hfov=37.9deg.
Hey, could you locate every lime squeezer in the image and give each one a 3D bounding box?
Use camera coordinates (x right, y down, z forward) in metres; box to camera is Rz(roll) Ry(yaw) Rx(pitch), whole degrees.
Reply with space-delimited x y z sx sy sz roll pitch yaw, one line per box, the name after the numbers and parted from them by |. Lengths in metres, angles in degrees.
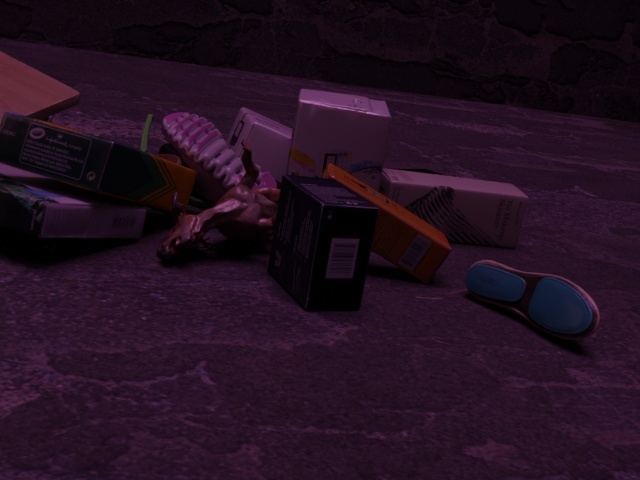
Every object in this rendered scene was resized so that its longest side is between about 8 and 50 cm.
-0.291 -0.131 1.703 0.110 0.059 0.310 -30 55 -14 | lime squeezer

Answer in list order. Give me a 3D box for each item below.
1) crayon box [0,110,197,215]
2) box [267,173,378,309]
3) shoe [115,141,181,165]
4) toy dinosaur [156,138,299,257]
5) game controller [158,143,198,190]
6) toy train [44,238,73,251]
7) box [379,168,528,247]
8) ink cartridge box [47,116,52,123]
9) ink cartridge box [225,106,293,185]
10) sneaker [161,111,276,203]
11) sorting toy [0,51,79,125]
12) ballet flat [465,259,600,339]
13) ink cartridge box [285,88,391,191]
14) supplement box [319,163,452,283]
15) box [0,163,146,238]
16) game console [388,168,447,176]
-0.343 -0.117 1.508 0.203 0.083 0.323 17 -1 20 | crayon box
0.000 0.000 1.357 0.093 0.156 0.158 2 18 -26 | box
-0.367 -0.140 1.798 0.219 0.058 0.077 11 48 18 | shoe
-0.133 -0.036 1.496 0.295 0.200 0.127 22 40 -60 | toy dinosaur
-0.210 -0.134 1.868 0.166 0.067 0.319 16 12 -31 | game controller
-0.383 -0.001 1.383 0.023 0.017 0.083 -4 14 13 | toy train
0.243 -0.060 1.765 0.275 0.113 0.094 4 18 -12 | box
-0.712 -0.230 1.882 0.275 0.060 0.239 9 16 -2 | ink cartridge box
-0.094 -0.184 1.914 0.172 0.100 0.237 23 10 -16 | ink cartridge box
-0.192 -0.123 1.620 0.236 0.104 0.095 42 42 5 | sneaker
-0.651 -0.257 1.810 0.257 0.089 0.255 28 39 23 | sorting toy
0.329 0.088 1.401 0.086 0.086 0.248 -4 21 -38 | ballet flat
0.025 -0.145 1.708 0.168 0.233 0.171 9 17 -3 | ink cartridge box
0.092 -0.028 1.492 0.233 0.080 0.078 33 15 -11 | supplement box
-0.463 -0.068 1.422 0.322 0.059 0.232 15 6 24 | box
0.170 -0.109 1.995 0.361 0.044 0.213 -4 22 -37 | game console
